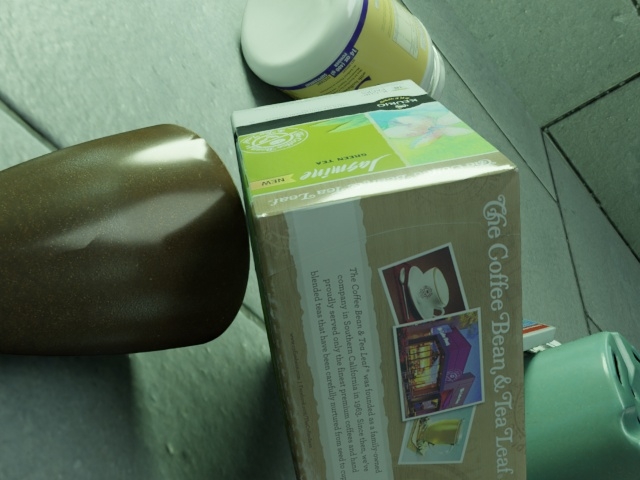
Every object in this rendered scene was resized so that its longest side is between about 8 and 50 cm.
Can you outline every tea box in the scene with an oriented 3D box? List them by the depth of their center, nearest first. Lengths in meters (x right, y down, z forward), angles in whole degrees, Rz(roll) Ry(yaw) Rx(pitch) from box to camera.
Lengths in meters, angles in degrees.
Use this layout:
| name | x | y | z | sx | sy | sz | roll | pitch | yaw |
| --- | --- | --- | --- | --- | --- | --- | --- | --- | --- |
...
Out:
| name | x | y | z | sx | sy | sz | roll | pitch | yaw |
| --- | --- | --- | --- | --- | --- | --- | --- | --- | --- |
| tea box | 0.047 | 0.045 | 0.785 | 0.323 | 0.219 | 0.329 | -115 | -165 | -65 |

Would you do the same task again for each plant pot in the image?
| name | x | y | z | sx | sy | sz | roll | pitch | yaw |
| --- | --- | --- | --- | --- | --- | --- | --- | --- | --- |
| plant pot | -0.216 | 0.012 | 0.662 | 0.230 | 0.215 | 0.216 | -12 | 74 | -47 |
| plant pot | 0.312 | 0.303 | 1.091 | 0.341 | 0.334 | 0.341 | 40 | 33 | -33 |

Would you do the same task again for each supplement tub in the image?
| name | x | y | z | sx | sy | sz | roll | pitch | yaw |
| --- | --- | --- | --- | --- | --- | --- | --- | --- | --- |
| supplement tub | 0.049 | -0.328 | 1.345 | 0.331 | 0.241 | 0.241 | 22 | 46 | -49 |

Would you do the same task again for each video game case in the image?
| name | x | y | z | sx | sy | sz | roll | pitch | yaw |
| --- | --- | --- | --- | --- | --- | --- | --- | --- | --- |
| video game case | 0.184 | 0.113 | 1.153 | 0.204 | 0.285 | 0.025 | 2 | 99 | -58 |

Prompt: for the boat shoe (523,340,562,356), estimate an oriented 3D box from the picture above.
| name | x | y | z | sx | sy | sz | roll | pitch | yaw |
| --- | --- | --- | --- | --- | --- | --- | --- | --- | --- |
| boat shoe | 0.422 | 0.260 | 1.329 | 0.301 | 0.108 | 0.102 | 37 | 16 | 27 |
